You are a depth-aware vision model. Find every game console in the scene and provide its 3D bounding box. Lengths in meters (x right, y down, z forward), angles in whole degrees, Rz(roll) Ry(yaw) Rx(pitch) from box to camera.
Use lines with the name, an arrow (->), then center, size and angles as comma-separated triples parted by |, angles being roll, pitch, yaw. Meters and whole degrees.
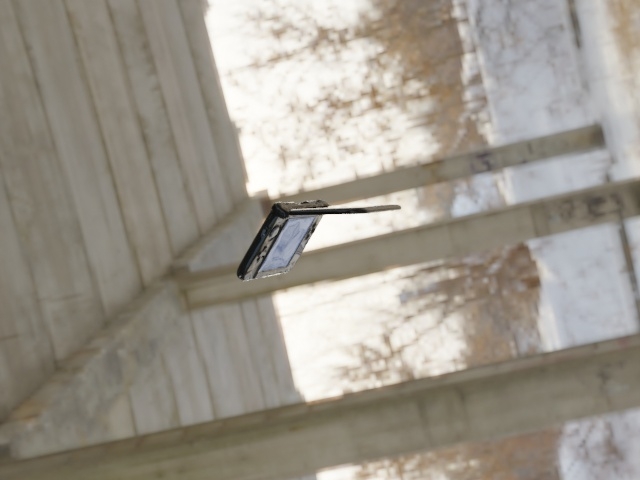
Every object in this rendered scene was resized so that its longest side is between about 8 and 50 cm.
game console -> 0.000, 0.000, 1.080 | 0.107, 0.071, 0.122 | -60, -15, 12
